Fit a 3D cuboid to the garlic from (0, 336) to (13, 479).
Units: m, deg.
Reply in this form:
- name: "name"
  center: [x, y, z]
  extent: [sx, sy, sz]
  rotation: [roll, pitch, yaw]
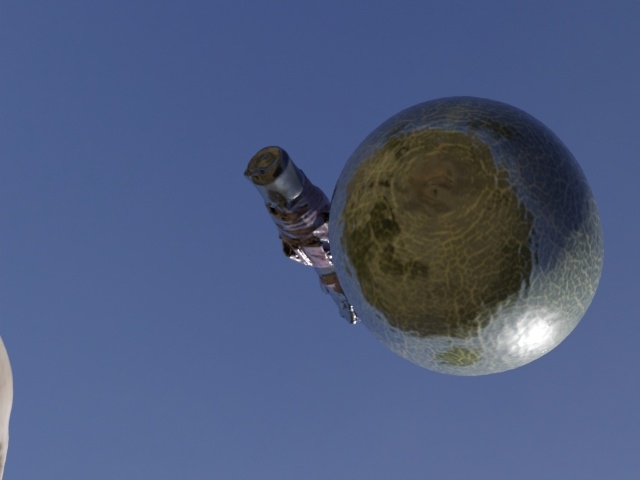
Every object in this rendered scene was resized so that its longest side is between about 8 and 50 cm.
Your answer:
- name: "garlic"
  center: [-0.387, 0.180, 1.137]
  extent: [0.231, 0.246, 0.340]
  rotation: [-35, -87, 0]

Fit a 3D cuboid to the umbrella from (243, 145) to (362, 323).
- name: "umbrella"
  center: [0.000, 0.000, 1.457]
  extent: [0.094, 0.090, 0.326]
  rotation: [6, -32, 37]

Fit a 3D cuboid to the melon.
- name: "melon"
  center: [0.132, 0.001, 1.063]
  extent: [0.237, 0.301, 0.237]
  rotation: [-5, -108, 15]
